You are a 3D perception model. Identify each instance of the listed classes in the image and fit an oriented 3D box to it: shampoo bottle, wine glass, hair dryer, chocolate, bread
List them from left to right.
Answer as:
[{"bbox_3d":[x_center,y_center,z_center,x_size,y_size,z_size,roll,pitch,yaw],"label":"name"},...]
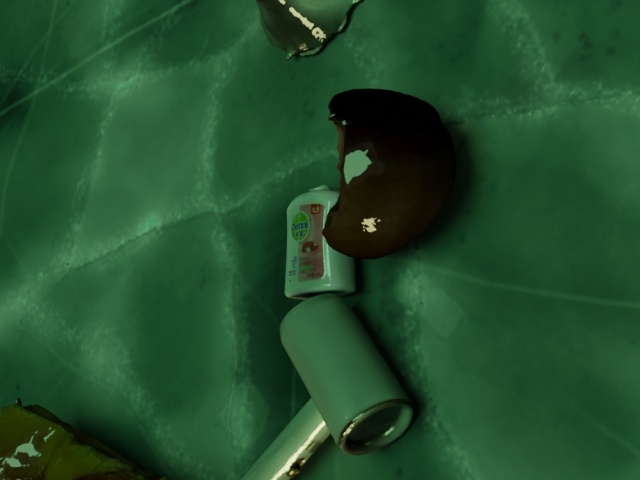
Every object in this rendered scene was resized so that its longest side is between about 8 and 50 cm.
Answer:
[{"bbox_3d":[-0.238,0.262,1.636,0.380,0.109,0.185,18,107,43],"label":"bread"},{"bbox_3d":[-0.064,-0.242,1.557,0.122,0.183,0.122,-9,75,37],"label":"wine glass"},{"bbox_3d":[-0.023,0.169,1.536,0.236,0.073,0.131,-53,52,30],"label":"hair dryer"},{"bbox_3d":[0.000,0.000,1.548,0.072,0.043,0.099,-10,75,46],"label":"shampoo bottle"},{"bbox_3d":[0.048,-0.050,1.477,0.127,0.124,0.133,34,135,35],"label":"chocolate"}]
